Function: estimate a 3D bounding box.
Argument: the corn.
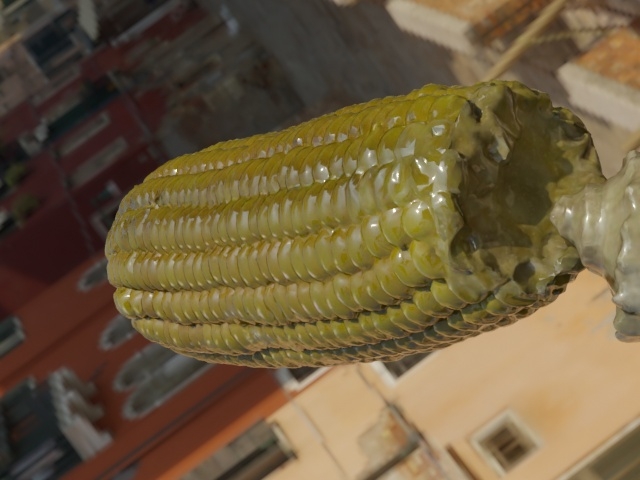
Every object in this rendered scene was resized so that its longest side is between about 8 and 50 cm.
[{"bbox_3d":[0.000,0.000,0.684,0.131,0.131,0.344,55,152,-14],"label":"corn"}]

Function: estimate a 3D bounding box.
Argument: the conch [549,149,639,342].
[{"bbox_3d":[0.256,-0.013,0.533,0.186,0.324,0.263,-142,59,-78],"label":"conch"}]
